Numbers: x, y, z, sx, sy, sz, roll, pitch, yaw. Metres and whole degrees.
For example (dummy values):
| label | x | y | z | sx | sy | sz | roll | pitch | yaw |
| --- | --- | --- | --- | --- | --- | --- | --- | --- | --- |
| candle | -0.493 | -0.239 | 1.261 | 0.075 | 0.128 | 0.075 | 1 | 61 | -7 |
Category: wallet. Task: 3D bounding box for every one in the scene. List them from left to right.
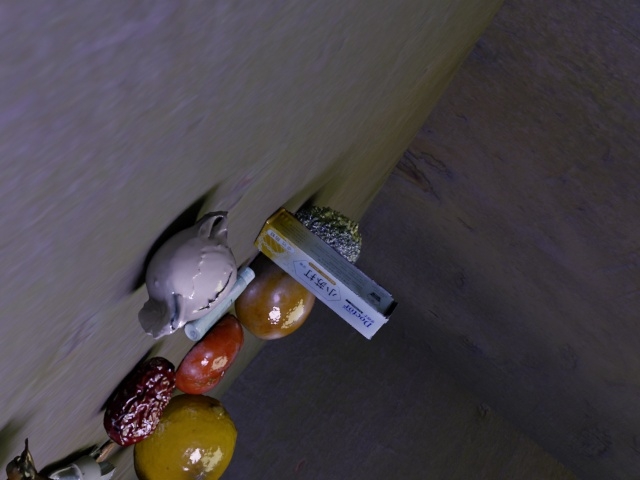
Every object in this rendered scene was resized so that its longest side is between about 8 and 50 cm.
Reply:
| label | x | y | z | sx | sy | sz | roll | pitch | yaw |
| --- | --- | --- | --- | --- | --- | --- | --- | --- | --- |
| wallet | -0.504 | 0.501 | 1.221 | 0.223 | 0.077 | 0.309 | -48 | 173 | -6 |

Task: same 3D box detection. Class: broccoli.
| label | x | y | z | sx | sy | sz | roll | pitch | yaw |
| --- | --- | --- | --- | --- | --- | --- | --- | --- | --- |
| broccoli | 0.000 | 0.002 | 1.662 | 0.198 | 0.226 | 0.176 | -29 | -159 | 17 |

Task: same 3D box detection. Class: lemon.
| label | x | y | z | sx | sy | sz | roll | pitch | yaw |
| --- | --- | --- | --- | --- | --- | --- | --- | --- | --- |
| lemon | -0.356 | 0.537 | 1.733 | 0.260 | 0.260 | 0.284 | -45 | 167 | -53 |

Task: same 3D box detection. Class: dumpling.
| label | x | y | z | sx | sy | sz | roll | pitch | yaw |
| --- | --- | --- | --- | --- | --- | --- | --- | --- | --- |
| dumpling | -0.172 | 0.044 | 0.854 | 0.127 | 0.108 | 0.188 | -15 | -131 | 59 |

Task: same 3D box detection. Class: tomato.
| label | x | y | z | sx | sy | sz | roll | pitch | yaw |
| --- | --- | --- | --- | --- | --- | --- | --- | --- | --- |
| tomato | -0.273 | 0.303 | 1.702 | 0.237 | 0.095 | 0.237 | -52 | 174 | -7 |

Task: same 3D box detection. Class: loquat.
| label | x | y | z | sx | sy | sz | roll | pitch | yaw |
| --- | --- | --- | --- | --- | --- | --- | --- | --- | --- |
| loquat | -0.098 | 0.118 | 1.532 | 0.227 | 0.179 | 0.179 | -55 | 175 | -8 |

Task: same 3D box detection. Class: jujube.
| label | x | y | z | sx | sy | sz | roll | pitch | yaw |
| --- | --- | --- | --- | --- | --- | --- | --- | --- | --- |
| jujube | -0.320 | 0.289 | 1.196 | 0.166 | 0.104 | 0.104 | -52 | 175 | -15 |

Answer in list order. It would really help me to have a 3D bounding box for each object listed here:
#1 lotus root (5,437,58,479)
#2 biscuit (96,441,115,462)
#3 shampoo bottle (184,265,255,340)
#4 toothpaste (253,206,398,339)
| label | x | y | z | sx | sy | sz | roll | pitch | yaw |
| --- | --- | --- | --- | --- | --- | --- | --- | --- | --- |
| lotus root | -0.395 | 0.367 | 0.788 | 0.278 | 0.154 | 0.154 | -54 | 175 | -6 |
| biscuit | -0.505 | 0.504 | 1.467 | 0.147 | 0.018 | 0.071 | -52 | 176 | 6 |
| shampoo bottle | -0.205 | 0.125 | 1.372 | 0.191 | 0.041 | 0.069 | -49 | 168 | -34 |
| toothpaste | 0.012 | 0.066 | 1.352 | 0.071 | 0.313 | 0.089 | -46 | 173 | -47 |
